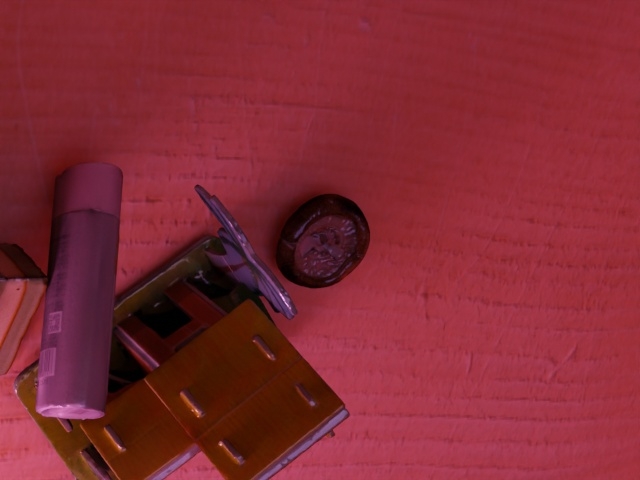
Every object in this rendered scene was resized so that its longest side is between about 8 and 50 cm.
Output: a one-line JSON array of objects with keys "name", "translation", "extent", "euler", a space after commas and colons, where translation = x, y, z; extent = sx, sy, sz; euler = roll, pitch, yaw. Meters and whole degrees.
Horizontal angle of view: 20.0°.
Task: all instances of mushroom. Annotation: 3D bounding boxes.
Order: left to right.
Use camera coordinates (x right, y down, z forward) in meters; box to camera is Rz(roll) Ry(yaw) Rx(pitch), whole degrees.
[{"name": "mushroom", "translation": [0.000, 0.000, 2.171], "extent": [0.123, 0.052, 0.123], "euler": [-11, 119, -20]}]

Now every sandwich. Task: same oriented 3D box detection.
[{"name": "sandwich", "translation": [-0.355, 0.096, 1.969], "extent": [0.079, 0.113, 0.163], "euler": [-1, 110, -29]}]

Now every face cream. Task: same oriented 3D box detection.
[{"name": "face cream", "translation": [-0.258, 0.053, 1.943], "extent": [0.073, 0.107, 0.269], "euler": [11, 73, -30]}]

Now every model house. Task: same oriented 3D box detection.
[{"name": "model house", "translation": [-0.152, 0.146, 1.977], "extent": [0.300, 0.324, 0.340], "euler": [-37, 122, -13]}]
